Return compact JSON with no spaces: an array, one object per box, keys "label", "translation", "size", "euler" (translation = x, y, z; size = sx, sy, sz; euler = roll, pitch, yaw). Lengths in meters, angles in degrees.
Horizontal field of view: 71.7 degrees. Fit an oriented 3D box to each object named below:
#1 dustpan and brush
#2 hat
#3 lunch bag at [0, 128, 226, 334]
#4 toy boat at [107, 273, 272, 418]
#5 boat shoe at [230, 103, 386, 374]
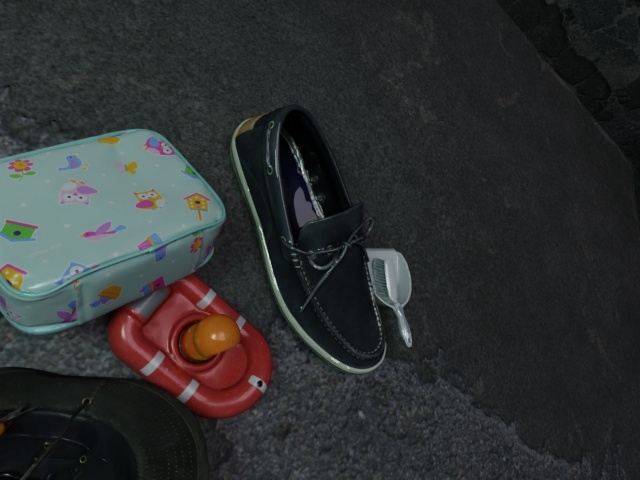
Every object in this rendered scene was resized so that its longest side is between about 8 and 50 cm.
[{"label":"dustpan and brush","translation":[0.143,0.111,0.898],"size":[0.147,0.060,0.211],"euler":[2,74,-37]},{"label":"hat","translation":[-0.285,0.266,0.431],"size":[0.331,0.331,0.133],"euler":[2,111,-37]},{"label":"lunch bag","translation":[-0.277,-0.030,0.558],"size":[0.224,0.107,0.279],"euler":[44,44,18]},{"label":"toy boat","translation":[-0.157,0.137,0.598],"size":[0.231,0.151,0.151],"euler":[46,53,-16]},{"label":"boat shoe","translation":[0.000,0.000,0.767],"size":[0.187,0.156,0.499],"euler":[-23,91,-42]}]
